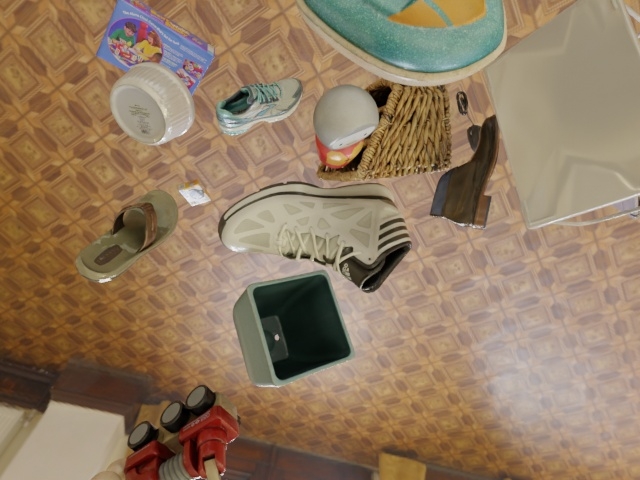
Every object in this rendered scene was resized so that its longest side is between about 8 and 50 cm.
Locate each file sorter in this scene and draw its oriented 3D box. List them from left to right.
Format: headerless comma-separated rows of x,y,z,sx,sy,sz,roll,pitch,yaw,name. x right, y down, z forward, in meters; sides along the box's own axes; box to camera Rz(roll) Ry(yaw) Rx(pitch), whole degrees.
0.406,-0.176,0.618,0.173,0.278,0.192,0,164,-35,file sorter

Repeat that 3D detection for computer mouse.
0.538,-0.421,1.493,0.041,0.071,0.242,-22,87,-17,computer mouse

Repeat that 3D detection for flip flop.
-0.393,-0.026,0.867,0.112,0.277,0.080,30,131,1,flip flop

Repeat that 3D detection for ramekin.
-0.454,-0.355,1.104,0.207,0.109,0.207,11,131,12,ramekin

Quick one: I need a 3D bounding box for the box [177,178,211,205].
-0.480,-0.178,1.591,0.081,0.028,0.136,-17,151,3,box

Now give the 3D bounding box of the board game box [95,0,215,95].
-0.601,-0.697,1.527,0.347,0.078,0.233,23,128,-33,board game box

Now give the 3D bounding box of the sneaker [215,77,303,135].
-0.178,-0.410,1.224,0.283,0.122,0.110,-29,77,-7,sneaker

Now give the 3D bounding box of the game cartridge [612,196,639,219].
0.681,-0.187,1.011,0.068,0.230,0.355,-46,142,15,game cartridge

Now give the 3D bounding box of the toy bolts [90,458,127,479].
-0.345,0.498,0.788,0.218,0.159,0.228,-4,162,-32,toy bolts

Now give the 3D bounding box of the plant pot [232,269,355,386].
-0.106,0.250,1.121,0.247,0.247,0.252,-8,163,-37,plant pot

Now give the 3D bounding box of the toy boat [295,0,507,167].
0.076,-0.233,0.474,0.267,0.148,0.318,24,84,-1,toy boat

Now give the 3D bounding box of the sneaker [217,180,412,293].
0.000,-0.001,0.938,0.447,0.258,0.169,-9,133,-12,sneaker

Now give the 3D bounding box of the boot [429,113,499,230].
0.274,-0.134,0.783,0.106,0.082,0.219,8,85,20,boot

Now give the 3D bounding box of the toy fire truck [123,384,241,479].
-0.246,0.444,0.778,0.217,0.246,0.159,-32,118,1,toy fire truck

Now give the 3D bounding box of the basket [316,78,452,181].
0.119,-0.249,0.927,0.222,0.299,0.214,-9,102,-14,basket
